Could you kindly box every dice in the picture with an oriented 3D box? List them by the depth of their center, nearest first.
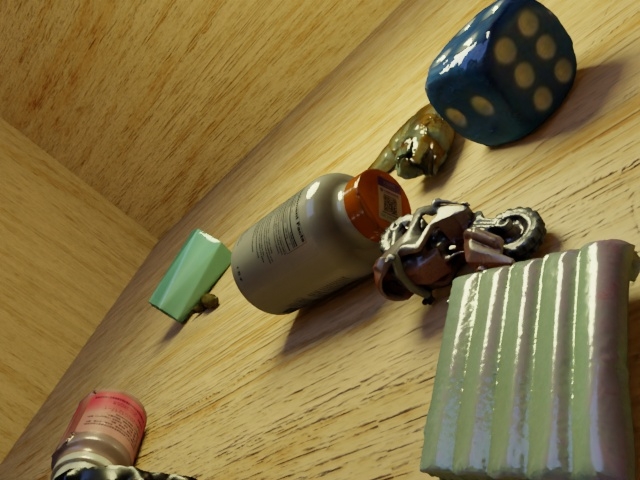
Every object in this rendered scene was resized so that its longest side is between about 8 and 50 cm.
[{"bbox_3d":[0.236,-0.221,0.777,0.146,0.143,0.146,-53,18,-12],"label":"dice"}]

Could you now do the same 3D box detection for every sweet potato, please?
[{"bbox_3d":[-0.286,0.155,1.452,0.041,0.038,0.153,-34,2,-39],"label":"sweet potato"}]

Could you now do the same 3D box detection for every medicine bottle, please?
[{"bbox_3d":[0.000,0.000,0.868,0.288,0.157,0.157,-31,25,45],"label":"medicine bottle"},{"bbox_3d":[-0.416,0.397,1.081,0.147,0.147,0.247,-45,18,15],"label":"medicine bottle"}]

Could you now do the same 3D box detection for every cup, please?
[{"bbox_3d":[-0.350,0.102,1.580,0.236,0.134,0.148,-59,16,-19],"label":"cup"}]

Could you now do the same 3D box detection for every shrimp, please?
[{"bbox_3d":[0.147,-0.164,1.005,0.185,0.068,0.287,-52,15,-15],"label":"shrimp"}]

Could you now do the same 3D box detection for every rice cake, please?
[{"bbox_3d":[0.159,0.092,0.454,0.189,0.037,0.198,-23,36,53],"label":"rice cake"}]

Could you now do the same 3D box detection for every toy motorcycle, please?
[{"bbox_3d":[0.136,0.017,0.635,0.212,0.084,0.118,-2,47,51],"label":"toy motorcycle"}]

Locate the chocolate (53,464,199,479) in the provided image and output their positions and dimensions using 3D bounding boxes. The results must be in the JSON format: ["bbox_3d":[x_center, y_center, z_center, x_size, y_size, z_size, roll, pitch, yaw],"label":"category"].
[{"bbox_3d":[-0.207,0.355,0.581,0.224,0.206,0.177,-36,32,23],"label":"chocolate"}]
